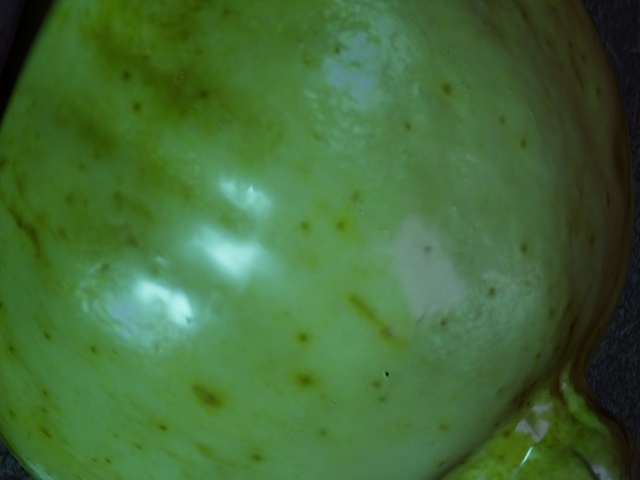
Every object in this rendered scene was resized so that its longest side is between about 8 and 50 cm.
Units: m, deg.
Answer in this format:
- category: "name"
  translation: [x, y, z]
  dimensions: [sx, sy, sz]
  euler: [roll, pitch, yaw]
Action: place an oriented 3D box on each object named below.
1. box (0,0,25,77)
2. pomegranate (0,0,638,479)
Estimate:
- category: "box"
  translation: [-0.255, -0.090, 0.565]
  dimensions: [0.294, 0.193, 0.167]
  euler: [-2, 113, -57]
- category: "pomegranate"
  translation: [0.000, 0.000, 0.771]
  dimensions: [0.410, 0.410, 0.410]
  euler: [-29, 126, -49]
